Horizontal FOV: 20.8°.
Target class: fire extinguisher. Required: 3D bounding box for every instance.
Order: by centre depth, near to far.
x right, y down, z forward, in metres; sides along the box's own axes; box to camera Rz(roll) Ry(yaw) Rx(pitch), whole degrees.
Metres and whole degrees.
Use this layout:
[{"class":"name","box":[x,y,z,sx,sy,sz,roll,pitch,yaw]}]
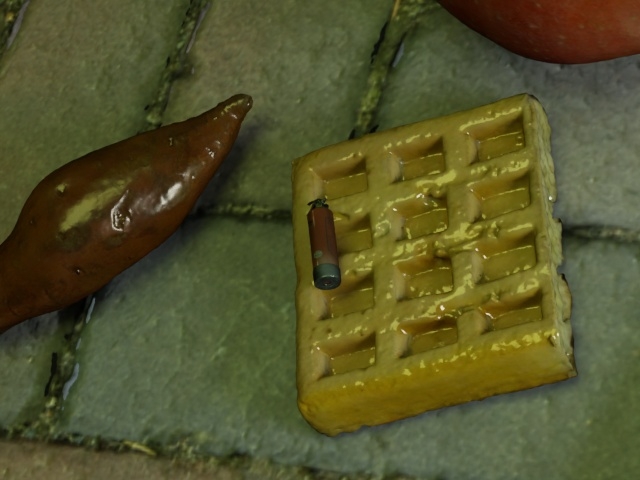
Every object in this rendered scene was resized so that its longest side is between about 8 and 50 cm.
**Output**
[{"class":"fire extinguisher","box":[0.000,0.000,1.379,0.028,0.022,0.083,-43,44,43]}]

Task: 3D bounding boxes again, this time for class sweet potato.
[{"class":"sweet potato","box":[-0.202,-0.015,1.514,0.359,0.112,0.112,-37,52,2]}]

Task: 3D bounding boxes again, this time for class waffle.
[{"class":"waffle","box":[0.082,0.015,1.373,0.221,0.055,0.248,-15,57,21]}]

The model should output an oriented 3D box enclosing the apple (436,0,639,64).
[{"class":"apple","box":[0.208,-0.308,1.346,0.348,0.277,0.349,-13,59,22]}]
